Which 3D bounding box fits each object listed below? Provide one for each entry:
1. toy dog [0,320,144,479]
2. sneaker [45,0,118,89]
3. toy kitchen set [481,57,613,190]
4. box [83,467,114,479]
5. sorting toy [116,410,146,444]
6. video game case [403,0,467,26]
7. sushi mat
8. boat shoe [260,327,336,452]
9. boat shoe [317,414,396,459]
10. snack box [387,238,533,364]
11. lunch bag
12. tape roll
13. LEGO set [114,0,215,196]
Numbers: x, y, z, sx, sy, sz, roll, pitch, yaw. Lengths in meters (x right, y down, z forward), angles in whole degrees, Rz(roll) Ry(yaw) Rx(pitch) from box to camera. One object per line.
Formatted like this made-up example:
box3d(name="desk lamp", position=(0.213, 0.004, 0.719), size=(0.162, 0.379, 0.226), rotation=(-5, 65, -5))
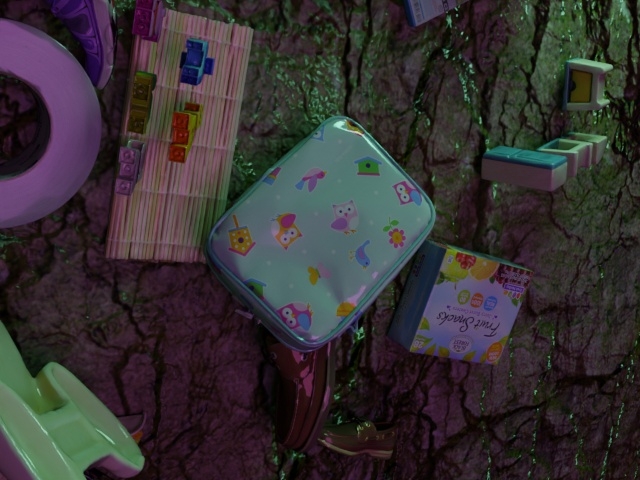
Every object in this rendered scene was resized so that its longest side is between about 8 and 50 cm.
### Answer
box3d(name="toy dog", position=(-0.453, 0.271, 0.773), size=(0.408, 0.284, 0.395), rotation=(-43, 95, -4))
box3d(name="sneaker", position=(-0.257, -0.244, 0.833), size=(0.071, 0.068, 0.170), rotation=(-3, 131, -7))
box3d(name="toy kitchen set", position=(0.360, -0.192, 1.229), size=(0.207, 0.122, 0.166), rotation=(-26, 121, -45))
box3d(name="box", position=(-0.378, 0.349, 0.994), size=(0.175, 0.051, 0.220), rotation=(-48, 125, -7))
box3d(name="sorting toy", position=(-0.276, 0.274, 1.042), size=(0.083, 0.045, 0.075), rotation=(-1, 127, -31))
box3d(name="video game case", position=(0.179, -0.387, 1.084), size=(0.166, 0.015, 0.119), rotation=(-30, 120, -19))
box3d(name="sushi mat", position=(-0.176, -0.120, 0.965), size=(0.151, 0.019, 0.317), rotation=(2, 106, -33))
box3d(name="boat shoe", position=(-0.038, 0.148, 1.103), size=(0.104, 0.110, 0.308), rotation=(9, 92, -28))
box3d(name="boat shoe", position=(0.056, 0.308, 1.242), size=(0.178, 0.064, 0.060), rotation=(20, 92, -41))
box3d(name="snack box", position=(0.230, 0.103, 1.264), size=(0.207, 0.070, 0.175), rotation=(15, 99, -33))
box3d(name="lunch bag", position=(0.000, 0.000, 1.000), size=(0.224, 0.108, 0.279), rotation=(45, 72, -3))
box3d(name="tape roll", position=(-0.350, -0.126, 0.822), size=(0.219, 0.072, 0.219), rotation=(-11, 112, -28))
box3d(name="LEGO set", position=(-0.172, -0.165, 0.894), size=(0.087, 0.093, 0.227), rotation=(12, 109, -2))
